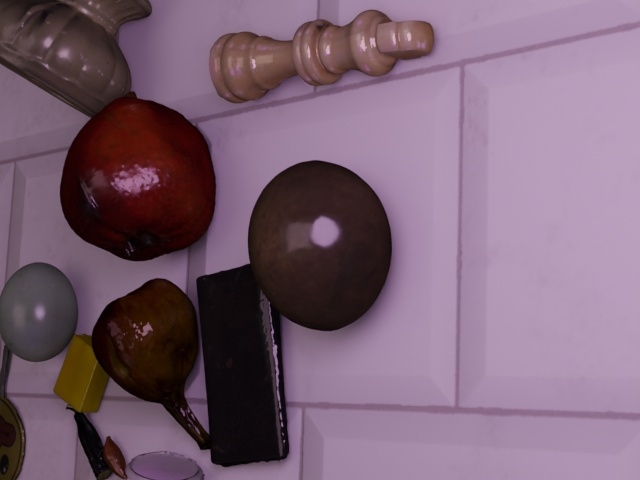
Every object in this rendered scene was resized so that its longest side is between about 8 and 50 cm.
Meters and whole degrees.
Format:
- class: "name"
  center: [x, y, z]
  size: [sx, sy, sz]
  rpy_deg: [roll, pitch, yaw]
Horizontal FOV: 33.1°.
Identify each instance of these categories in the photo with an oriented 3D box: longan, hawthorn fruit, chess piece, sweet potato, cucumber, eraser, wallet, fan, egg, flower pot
- class: "longan"
  center: [0.000, 0.000, 1.570]
  size: [0.246, 0.215, 0.246]
  rpy_deg: [-161, 90, -82]
- class: "hawthorn fruit"
  center: [-0.313, -0.119, 1.836]
  size: [0.265, 0.265, 0.307]
  rpy_deg: [-35, 54, 32]
- class: "chess piece"
  center: [0.002, -0.296, 1.686]
  size: [0.397, 0.117, 0.117]
  rpy_deg: [-3, 80, 39]
- class: "sweet potato"
  center: [-0.369, 0.393, 1.932]
  size: [0.034, 0.034, 0.095]
  rpy_deg: [-51, 51, 22]
- class: "cucumber"
  center: [-0.427, 0.369, 1.985]
  size: [0.039, 0.043, 0.163]
  rpy_deg: [-57, 48, 28]
- class: "eraser"
  center: [-0.441, 0.247, 2.015]
  size: [0.097, 0.045, 0.122]
  rpy_deg: [27, 100, 42]
- class: "wallet"
  center: [-0.123, 0.200, 1.744]
  size: [0.170, 0.044, 0.321]
  rpy_deg: [-15, 76, 36]
- class: "fan"
  center: [-0.668, 0.381, 2.214]
  size: [0.230, 0.011, 0.334]
  rpy_deg: [9, 90, 42]
- class: "egg"
  center: [-0.538, 0.136, 2.051]
  size: [0.149, 0.149, 0.192]
  rpy_deg: [-14, 71, 39]
- class: "flower pot"
  center: [-0.463, -0.390, 2.013]
  size: [0.307, 0.307, 0.244]
  rpy_deg: [29, 86, 41]

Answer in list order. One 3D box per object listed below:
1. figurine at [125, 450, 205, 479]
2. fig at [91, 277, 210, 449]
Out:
- class: "figurine"
  center: [-0.262, 0.444, 1.785]
  size: [0.132, 0.132, 0.153]
  rpy_deg: [18, 106, 42]
- class: "fig"
  center: [-0.266, 0.202, 1.789]
  size: [0.190, 0.191, 0.290]
  rpy_deg: [-48, 55, 24]
